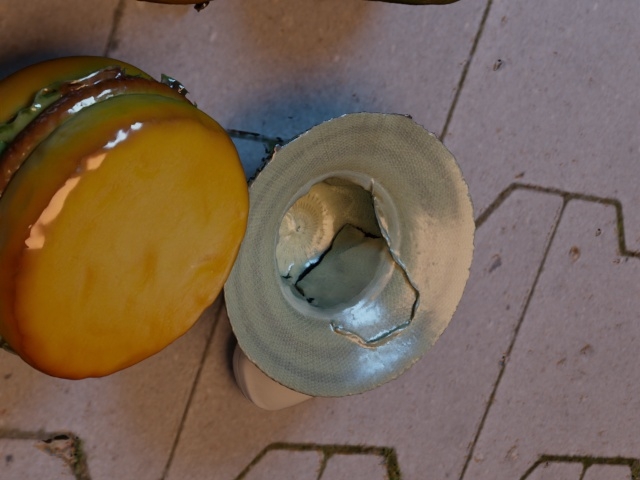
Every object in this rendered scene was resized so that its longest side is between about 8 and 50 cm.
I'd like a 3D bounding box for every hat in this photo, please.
[{"bbox_3d":[0.000,0.000,1.499,0.252,0.110,0.252,-9,108,-30],"label":"hat"}]

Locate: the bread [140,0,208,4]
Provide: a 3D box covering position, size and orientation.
[{"bbox_3d":[-0.048,-0.244,1.221,0.245,0.174,0.121,-32,111,-29],"label":"bread"}]

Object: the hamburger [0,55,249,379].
[{"bbox_3d":[-0.181,-0.024,1.314,0.246,0.170,0.246,-30,139,-30],"label":"hamburger"}]

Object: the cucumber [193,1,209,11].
[{"bbox_3d":[-0.135,-0.279,1.286,0.067,0.067,0.293,-38,131,-14],"label":"cucumber"}]

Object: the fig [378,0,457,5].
[{"bbox_3d":[0.061,-0.311,1.369,0.151,0.151,0.259,-11,105,-32],"label":"fig"}]

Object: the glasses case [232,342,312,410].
[{"bbox_3d":[0.026,0.072,1.588,0.233,0.059,0.092,-27,127,-21],"label":"glasses case"}]
